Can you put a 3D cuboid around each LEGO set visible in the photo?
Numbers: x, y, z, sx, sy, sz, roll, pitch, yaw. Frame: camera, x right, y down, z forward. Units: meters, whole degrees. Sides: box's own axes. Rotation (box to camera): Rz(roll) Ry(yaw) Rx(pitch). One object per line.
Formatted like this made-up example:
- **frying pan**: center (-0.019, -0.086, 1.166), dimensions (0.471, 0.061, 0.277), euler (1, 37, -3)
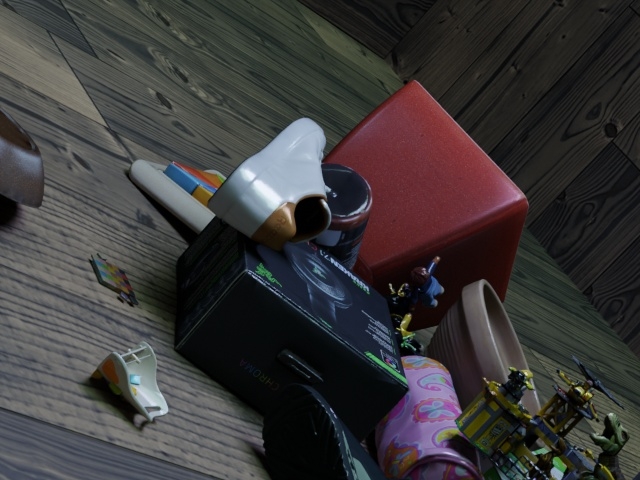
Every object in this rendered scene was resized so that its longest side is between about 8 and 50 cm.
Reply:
- **LEGO set**: center (0.335, 0.242, 1.957), dimensions (0.331, 0.192, 0.255), euler (47, 10, 36)

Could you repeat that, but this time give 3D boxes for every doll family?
- **doll family**: center (0.112, 0.109, 2.305), dimensions (0.076, 0.193, 0.111), euler (10, -15, 22)

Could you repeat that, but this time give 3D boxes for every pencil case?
- **pencil case**: center (0.125, 0.245, 2.073), dimensions (0.124, 0.124, 0.284), euler (38, 13, -17)

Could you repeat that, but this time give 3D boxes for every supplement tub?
- **supplement tub**: center (0.000, 0.000, 2.206), dimensions (0.106, 0.198, 0.106), euler (6, 48, -7)

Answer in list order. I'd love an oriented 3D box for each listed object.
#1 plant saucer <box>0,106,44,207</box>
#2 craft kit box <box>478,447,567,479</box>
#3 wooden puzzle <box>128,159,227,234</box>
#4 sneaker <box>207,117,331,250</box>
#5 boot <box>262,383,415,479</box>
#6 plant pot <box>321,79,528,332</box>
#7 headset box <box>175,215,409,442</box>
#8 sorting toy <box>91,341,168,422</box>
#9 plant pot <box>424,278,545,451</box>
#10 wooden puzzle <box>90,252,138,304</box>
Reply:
- **plant saucer**: center (-0.406, -0.150, 1.814), dimensions (0.310, 0.050, 0.310), euler (40, 4, -4)
- **craft kit box**: center (0.285, 0.340, 2.372), dimensions (0.250, 0.061, 0.246), euler (36, 18, -27)
- **wooden puzzle**: center (-0.124, -0.041, 2.325), dimensions (0.221, 0.044, 0.239), euler (38, 14, 18)
- **sneaker**: center (-0.036, -0.055, 2.034), dimensions (0.123, 0.106, 0.290), euler (40, 27, 1)
- **boot**: center (0.059, 0.271, 1.845), dimensions (0.207, 0.094, 0.246), euler (16, 36, -54)
- **plant pot**: center (0.106, -0.016, 2.450), dimensions (0.267, 0.236, 0.267), euler (50, -24, 26)
- **headset box**: center (-0.038, 0.101, 2.018), dimensions (0.246, 0.131, 0.283), euler (38, 15, -16)
- **sorting toy**: center (-0.181, 0.145, 1.684), dimensions (0.075, 0.045, 0.083), euler (52, 14, 6)
- **plant pot**: center (0.210, 0.180, 2.283), dimensions (0.237, 0.110, 0.237), euler (-20, 90, -77)
- **wooden puzzle**: center (-0.233, 0.042, 1.916), dimensions (0.049, 0.006, 0.083), euler (32, 18, -39)
